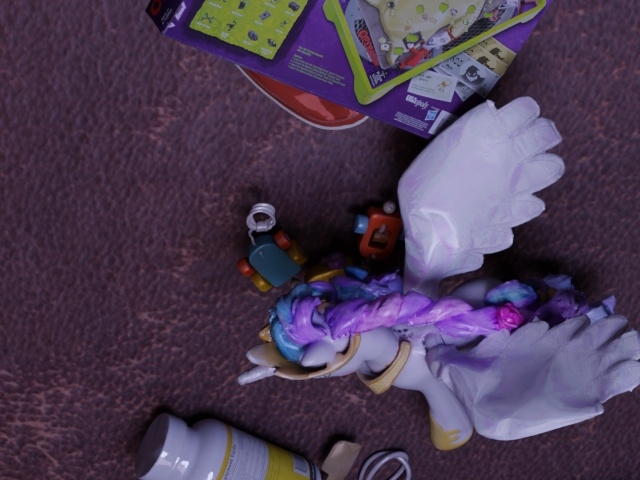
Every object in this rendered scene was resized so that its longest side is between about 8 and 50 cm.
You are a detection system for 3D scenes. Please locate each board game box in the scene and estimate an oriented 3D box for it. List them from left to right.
[{"bbox_3d":[0.043,-0.217,1.437,0.347,0.056,0.208,18,117,-40],"label":"board game box"}]

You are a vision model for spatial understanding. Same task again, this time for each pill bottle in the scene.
[{"bbox_3d":[-0.098,0.250,1.783,0.184,0.103,0.103,26,117,-21],"label":"pill bottle"}]

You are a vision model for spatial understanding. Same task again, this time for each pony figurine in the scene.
[{"bbox_3d":[0.140,0.078,1.575,0.351,0.303,0.363,-28,155,23],"label":"pony figurine"}]

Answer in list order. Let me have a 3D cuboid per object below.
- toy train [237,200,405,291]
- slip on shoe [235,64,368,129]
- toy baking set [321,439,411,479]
[{"bbox_3d":[0.000,0.000,1.664,0.166,0.046,0.125,6,122,-14],"label":"toy train"},{"bbox_3d":[-0.053,-0.215,1.479,0.123,0.101,0.331,-30,123,11],"label":"slip on shoe"},{"bbox_3d":[0.046,0.321,1.895,0.197,0.030,0.256,-36,122,12],"label":"toy baking set"}]
